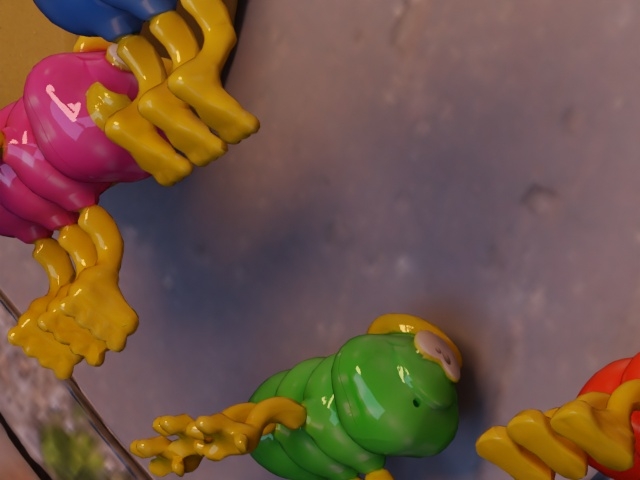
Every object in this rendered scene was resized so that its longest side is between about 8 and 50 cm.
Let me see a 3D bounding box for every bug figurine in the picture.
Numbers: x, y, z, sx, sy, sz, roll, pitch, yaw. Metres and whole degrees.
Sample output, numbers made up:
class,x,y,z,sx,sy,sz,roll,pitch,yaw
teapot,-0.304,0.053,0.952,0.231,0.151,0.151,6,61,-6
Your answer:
class,x,y,z,sx,sy,sz,roll,pitch,yaw
bug figurine,0.000,0.000,0.486,0.279,0.072,0.216,41,143,-21

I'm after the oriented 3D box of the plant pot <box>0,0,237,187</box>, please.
class,x,y,z,sx,sy,sz,roll,pitch,yaw
plant pot,-0.078,-0.061,0.579,0.081,0.081,0.083,21,122,30
